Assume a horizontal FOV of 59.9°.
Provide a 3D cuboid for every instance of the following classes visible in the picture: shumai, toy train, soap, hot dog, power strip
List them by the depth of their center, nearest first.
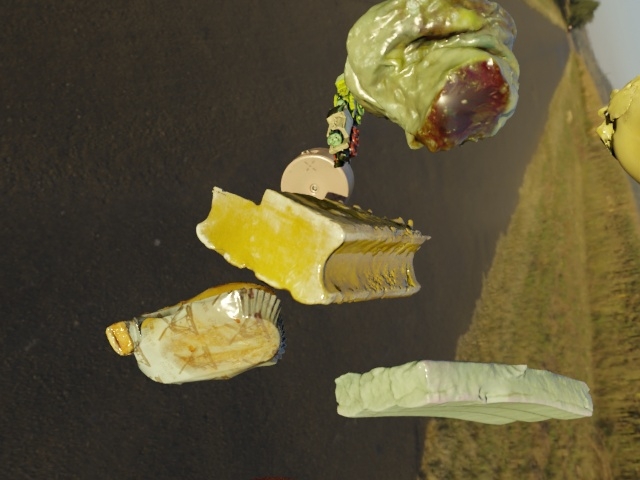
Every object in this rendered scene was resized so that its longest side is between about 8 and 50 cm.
[{"bbox_3d":[-0.179,0.154,0.897,0.082,0.270,0.162,-82,153,-63],"label":"hot dog"},{"bbox_3d":[0.210,-0.242,0.947,0.304,0.309,0.263,65,11,-55],"label":"shumai"},{"bbox_3d":[0.000,0.000,1.024,0.339,0.304,0.169,3,109,-54],"label":"soap"},{"bbox_3d":[0.047,-0.235,1.060,0.085,0.053,0.249,58,28,-34],"label":"toy train"},{"bbox_3d":[-0.006,-0.124,1.206,0.078,0.154,0.154,-53,124,-66],"label":"power strip"}]

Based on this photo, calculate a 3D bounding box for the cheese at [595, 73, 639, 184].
[{"bbox_3d":[0.532,-0.134,0.729,0.128,0.316,0.259,-53,143,-34],"label":"cheese"}]

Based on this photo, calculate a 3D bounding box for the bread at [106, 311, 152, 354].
[{"bbox_3d":[-0.389,0.196,1.177,0.074,0.053,0.132,56,19,5],"label":"bread"}]

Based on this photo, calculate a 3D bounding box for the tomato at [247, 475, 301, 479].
[{"bbox_3d":[-0.088,0.631,1.100,0.325,0.290,0.293,-9,93,-75],"label":"tomato"}]

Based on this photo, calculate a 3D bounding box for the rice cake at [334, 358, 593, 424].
[{"bbox_3d":[0.139,0.142,0.513,0.237,0.127,0.043,16,63,-35],"label":"rice cake"}]

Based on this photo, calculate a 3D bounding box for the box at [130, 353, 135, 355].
[{"bbox_3d":[-0.354,0.253,1.408,0.168,0.259,0.071,15,73,-77],"label":"box"}]
